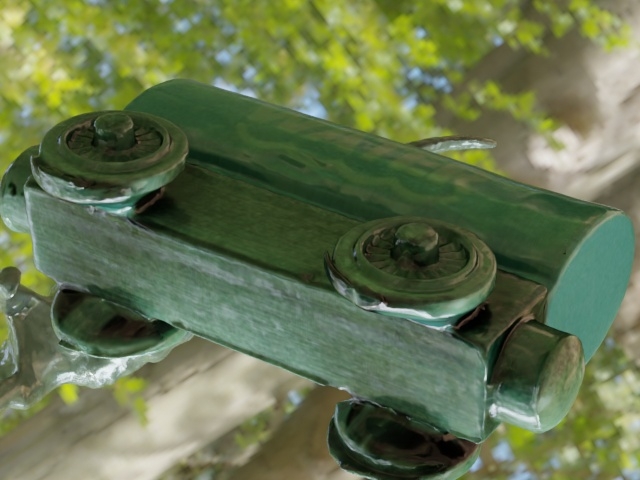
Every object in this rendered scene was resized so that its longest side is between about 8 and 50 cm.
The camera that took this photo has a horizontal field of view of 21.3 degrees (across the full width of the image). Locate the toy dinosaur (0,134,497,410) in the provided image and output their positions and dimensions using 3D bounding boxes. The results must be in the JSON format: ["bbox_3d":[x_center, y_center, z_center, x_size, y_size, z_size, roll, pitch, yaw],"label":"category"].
[{"bbox_3d":[-0.080,0.010,0.949,0.393,0.205,0.092,-33,-104,-19],"label":"toy dinosaur"}]

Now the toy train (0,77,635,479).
[{"bbox_3d":[0.000,0.000,0.656,0.248,0.101,0.159,19,-147,27],"label":"toy train"}]
